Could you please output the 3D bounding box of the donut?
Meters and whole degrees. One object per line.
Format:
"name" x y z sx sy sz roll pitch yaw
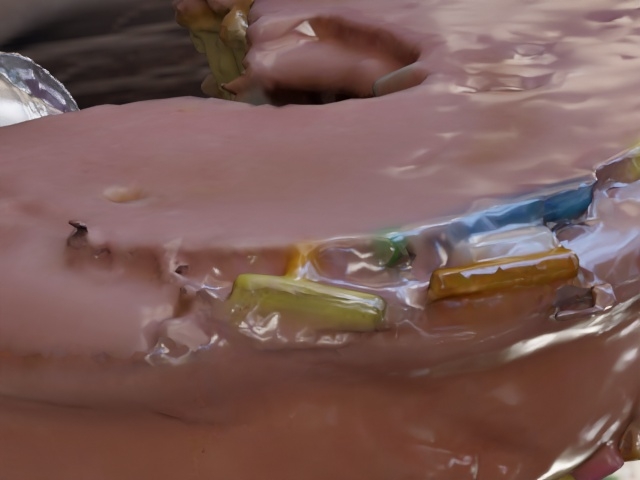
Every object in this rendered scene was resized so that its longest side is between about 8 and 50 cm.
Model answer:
"donut" 0.000 0.000 0.410 0.233 0.199 0.085 -31 123 -44

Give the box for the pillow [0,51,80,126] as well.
"pillow" -0.127 -0.016 0.525 0.232 0.038 0.131 24 54 -59
